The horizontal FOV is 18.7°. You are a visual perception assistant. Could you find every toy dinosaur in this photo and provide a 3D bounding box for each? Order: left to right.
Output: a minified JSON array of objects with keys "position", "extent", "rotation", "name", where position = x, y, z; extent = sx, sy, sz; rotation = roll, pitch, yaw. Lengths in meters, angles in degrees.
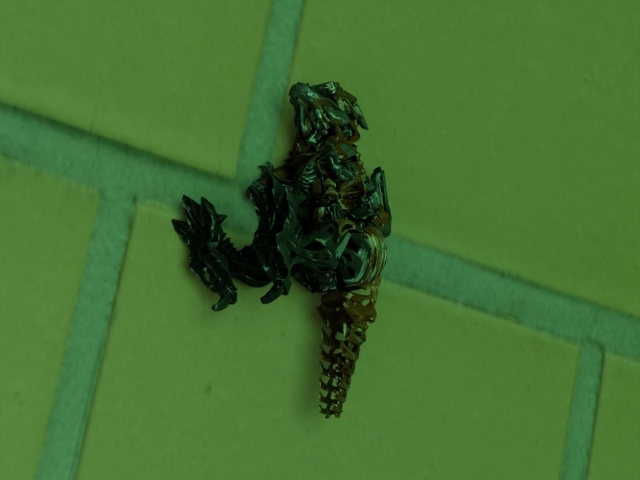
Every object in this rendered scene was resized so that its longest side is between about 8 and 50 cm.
[{"position":[0.000,0.000,1.915],"extent":[0.218,0.164,0.322],"rotation":[3,57,-43],"name":"toy dinosaur"}]
